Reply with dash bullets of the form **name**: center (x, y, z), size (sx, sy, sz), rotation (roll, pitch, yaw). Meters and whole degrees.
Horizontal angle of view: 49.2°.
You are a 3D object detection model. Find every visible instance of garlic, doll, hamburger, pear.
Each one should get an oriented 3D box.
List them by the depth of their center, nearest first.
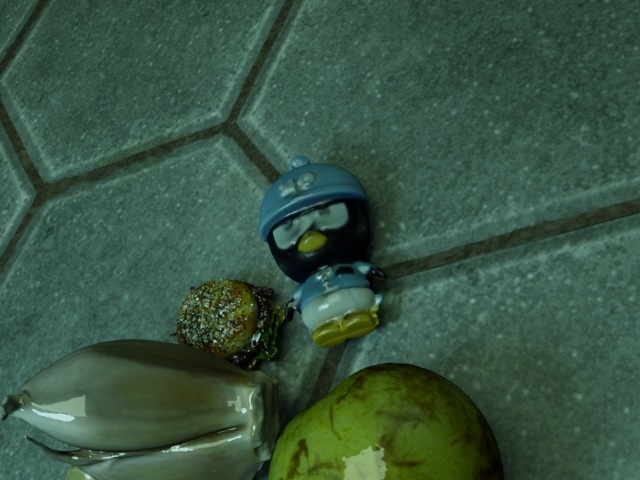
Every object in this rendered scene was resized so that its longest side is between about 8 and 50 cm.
- **pear**: center (0.078, 0.282, 0.786), size (0.283, 0.283, 0.284), rotation (-11, 59, 20)
- **garlic**: center (-0.245, 0.258, 0.920), size (0.246, 0.340, 0.231), rotation (22, 108, 62)
- **doll**: center (0.000, 0.000, 1.045), size (0.177, 0.141, 0.314), rotation (-22, 59, 10)
- **hamburger**: center (-0.145, 0.129, 1.071), size (0.189, 0.093, 0.164), rotation (10, 68, 28)

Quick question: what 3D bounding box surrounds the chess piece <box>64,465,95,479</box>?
- **chess piece**: center (-0.344, 0.371, 1.051), size (0.090, 0.090, 0.200), rotation (26, 88, 34)
